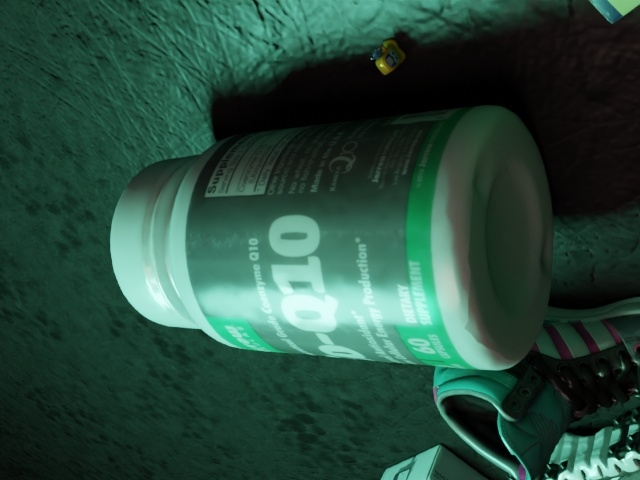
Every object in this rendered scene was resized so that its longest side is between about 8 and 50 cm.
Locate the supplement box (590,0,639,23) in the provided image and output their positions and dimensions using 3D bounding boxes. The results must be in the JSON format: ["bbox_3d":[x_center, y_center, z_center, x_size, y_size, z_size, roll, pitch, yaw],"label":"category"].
[{"bbox_3d":[0.186,-0.195,0.453,0.083,0.056,0.083,41,140,-10],"label":"supplement box"}]

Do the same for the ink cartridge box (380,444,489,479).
[{"bbox_3d":[0.159,0.354,1.049,0.109,0.063,0.150,37,141,-5],"label":"ink cartridge box"}]

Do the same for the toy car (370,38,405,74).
[{"bbox_3d":[0.050,-0.182,0.572,0.060,0.040,0.122,-4,128,37],"label":"toy car"}]

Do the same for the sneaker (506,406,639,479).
[{"bbox_3d":[0.310,0.259,0.834,0.106,0.078,0.234,42,139,-8],"label":"sneaker"}]

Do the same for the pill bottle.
[{"bbox_3d":[0.000,0.000,0.670,0.361,0.204,0.204,-1,131,35],"label":"pill bottle"}]

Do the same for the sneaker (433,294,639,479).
[{"bbox_3d":[0.227,0.138,0.681,0.296,0.178,0.123,-2,130,35],"label":"sneaker"}]
